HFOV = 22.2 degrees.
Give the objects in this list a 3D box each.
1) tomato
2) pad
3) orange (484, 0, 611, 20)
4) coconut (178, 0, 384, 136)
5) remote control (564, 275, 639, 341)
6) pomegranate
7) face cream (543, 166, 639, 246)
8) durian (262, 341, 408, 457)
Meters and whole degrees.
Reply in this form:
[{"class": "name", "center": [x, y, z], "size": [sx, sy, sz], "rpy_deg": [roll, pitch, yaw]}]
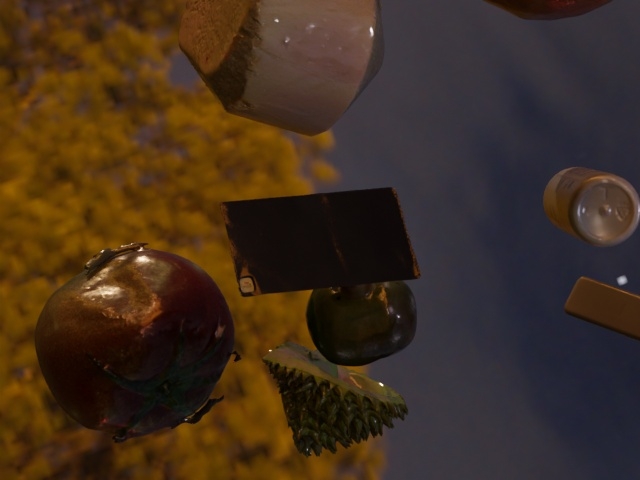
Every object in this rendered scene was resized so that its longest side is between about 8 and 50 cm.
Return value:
[{"class": "tomato", "center": [-0.282, 0.147, 2.481], "size": [0.239, 0.303, 0.303], "rpy_deg": [53, -24, 33]}, {"class": "pad", "center": [0.000, 0.000, 1.671], "size": [0.004, 0.193, 0.116], "rpy_deg": [108, -29, -56]}, {"class": "orange", "center": [0.263, -0.389, 1.951], "size": [0.274, 0.274, 0.310], "rpy_deg": [93, -9, -51]}, {"class": "coconut", "center": [-0.033, -0.253, 2.027], "size": [0.239, 0.244, 0.239], "rpy_deg": [-28, -125, 51]}, {"class": "remote control", "center": [0.487, 0.121, 2.428], "size": [0.261, 0.067, 0.029], "rpy_deg": [21, -14, 34]}, {"class": "pomegranate", "center": [0.048, 0.080, 2.193], "size": [0.131, 0.152, 0.191], "rpy_deg": [-108, 178, -48]}, {"class": "face cream", "center": [0.301, -0.042, 1.857], "size": [0.269, 0.082, 0.082], "rpy_deg": [-86, 157, -86]}, {"class": "durian", "center": [0.024, 0.211, 2.314], "size": [0.352, 0.158, 0.169], "rpy_deg": [24, 43, -77]}]
